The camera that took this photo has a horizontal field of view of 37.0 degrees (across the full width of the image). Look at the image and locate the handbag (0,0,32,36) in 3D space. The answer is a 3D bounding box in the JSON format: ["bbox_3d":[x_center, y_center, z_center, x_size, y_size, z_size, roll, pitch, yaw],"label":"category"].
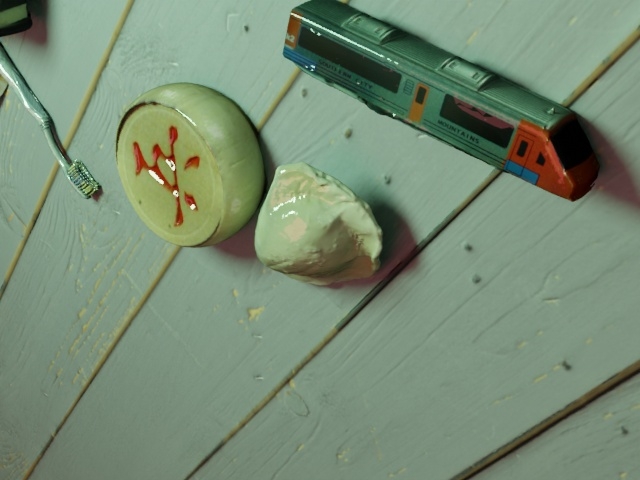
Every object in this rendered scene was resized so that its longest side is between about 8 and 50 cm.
[{"bbox_3d":[-0.583,-0.427,1.529,0.254,0.181,0.182,29,128,29],"label":"handbag"}]

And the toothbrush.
[{"bbox_3d":[-0.515,-0.249,1.676,0.042,0.035,0.413,-34,90,26],"label":"toothbrush"}]

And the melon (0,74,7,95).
[{"bbox_3d":[-0.635,-0.323,1.685,0.093,0.139,0.203,-18,102,24],"label":"melon"}]

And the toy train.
[{"bbox_3d":[0.139,-0.175,1.112,0.409,0.086,0.089,30,129,25],"label":"toy train"}]

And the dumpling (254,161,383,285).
[{"bbox_3d":[0.000,0.000,1.316,0.179,0.131,0.252,20,141,4],"label":"dumpling"}]

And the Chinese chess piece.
[{"bbox_3d":[-0.197,-0.112,1.431,0.249,0.103,0.250,20,123,33],"label":"Chinese chess piece"}]
